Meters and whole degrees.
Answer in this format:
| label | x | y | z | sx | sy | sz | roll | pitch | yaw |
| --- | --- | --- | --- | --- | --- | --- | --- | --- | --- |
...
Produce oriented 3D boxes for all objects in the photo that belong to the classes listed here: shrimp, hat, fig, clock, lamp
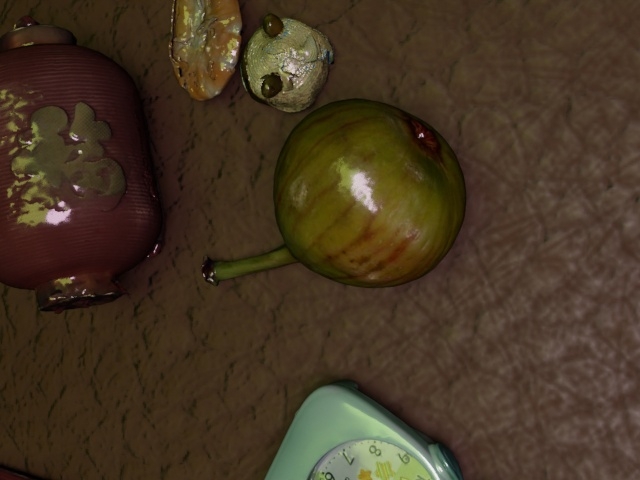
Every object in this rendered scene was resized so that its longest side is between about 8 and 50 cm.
| label | x | y | z | sx | sy | sz | roll | pitch | yaw |
| --- | --- | --- | --- | --- | --- | --- | --- | --- | --- |
| shrimp | -0.104 | -0.216 | 0.744 | 0.091 | 0.043 | 0.184 | -16 | 78 | 41 |
| hat | -0.033 | -0.156 | 0.711 | 0.076 | 0.059 | 0.077 | 21 | 90 | 15 |
| fig | 0.000 | 0.000 | 0.662 | 0.259 | 0.151 | 0.151 | -43 | 73 | 36 |
| clock | 0.048 | 0.215 | 0.662 | 0.189 | 0.060 | 0.148 | 30 | 97 | 19 |
| lamp | -0.227 | -0.067 | 0.724 | 0.180 | 0.180 | 0.257 | -14 | 81 | 19 |

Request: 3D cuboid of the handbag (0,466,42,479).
| label | x | y | z | sx | sy | sz | roll | pitch | yaw |
| --- | --- | --- | --- | --- | --- | --- | --- | --- | --- |
| handbag | -0.379 | 0.342 | 0.803 | 0.276 | 0.084 | 0.259 | 8 | 90 | 20 |
